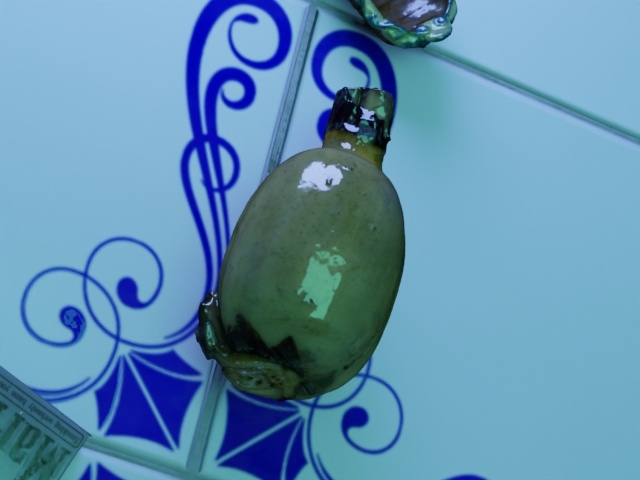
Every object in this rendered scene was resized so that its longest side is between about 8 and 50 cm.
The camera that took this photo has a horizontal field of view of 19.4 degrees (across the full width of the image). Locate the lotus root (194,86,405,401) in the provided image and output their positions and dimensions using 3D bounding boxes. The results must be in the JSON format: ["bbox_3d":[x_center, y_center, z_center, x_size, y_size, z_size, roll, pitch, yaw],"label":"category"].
[{"bbox_3d":[0.000,0.000,1.731,0.183,0.183,0.310,27,68,-18],"label":"lotus root"}]

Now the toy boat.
[{"bbox_3d":[0.037,-0.322,1.872,0.108,0.099,0.293,-35,102,-27],"label":"toy boat"}]

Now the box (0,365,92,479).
[{"bbox_3d":[-0.301,0.164,1.631,0.177,0.036,0.115,39,66,-14],"label":"box"}]
